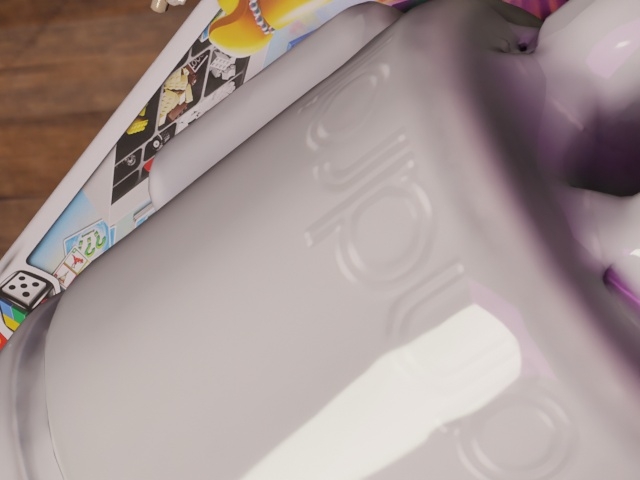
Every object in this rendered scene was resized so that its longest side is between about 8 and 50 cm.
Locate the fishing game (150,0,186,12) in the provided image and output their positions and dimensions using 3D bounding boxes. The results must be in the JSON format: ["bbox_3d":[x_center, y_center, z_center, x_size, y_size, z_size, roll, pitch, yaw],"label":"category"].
[{"bbox_3d":[-0.133,-0.219,0.797,0.264,0.041,0.189,26,109,26],"label":"fishing game"}]

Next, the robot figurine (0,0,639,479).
[{"bbox_3d":[0.020,0.057,0.628,0.353,0.200,0.300,-38,49,25],"label":"robot figurine"}]

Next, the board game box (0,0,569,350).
[{"bbox_3d":[0.000,0.000,0.764,0.193,0.053,0.305,45,114,9],"label":"board game box"}]
